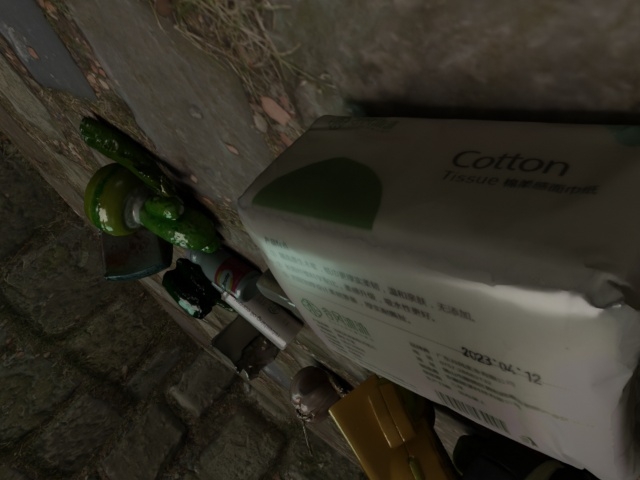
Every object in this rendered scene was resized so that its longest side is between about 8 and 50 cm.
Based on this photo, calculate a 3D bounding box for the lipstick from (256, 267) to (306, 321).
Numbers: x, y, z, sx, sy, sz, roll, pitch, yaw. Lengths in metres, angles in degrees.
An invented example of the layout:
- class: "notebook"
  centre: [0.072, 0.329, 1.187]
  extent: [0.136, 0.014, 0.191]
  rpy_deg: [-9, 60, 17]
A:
- class: "lipstick"
  centre: [-0.031, 0.123, 1.048]
  extent: [0.252, 0.079, 0.077]
  rpy_deg: [19, 150, 46]

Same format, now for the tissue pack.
- class: "tissue pack"
  centre: [0.130, 0.030, 0.471]
  extent: [0.356, 0.194, 0.266]
  rpy_deg: [17, 146, 43]

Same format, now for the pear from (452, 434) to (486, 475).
- class: "pear"
  centre: [0.338, 0.476, 1.094]
  extent: [0.092, 0.092, 0.097]
  rpy_deg: [57, -166, -33]

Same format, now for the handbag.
- class: "handbag"
  centre: [0.391, 0.467, 0.868]
  extent: [0.254, 0.181, 0.181]
  rpy_deg: [53, 163, -24]

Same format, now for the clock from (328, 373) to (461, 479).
- class: "clock"
  centre: [0.184, 0.451, 1.012]
  extent: [0.244, 0.200, 0.317]
  rpy_deg: [51, -173, -51]

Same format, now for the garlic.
- class: "garlic"
  centre: [0.013, 0.525, 1.560]
  extent: [0.207, 0.257, 0.207]
  rpy_deg: [-4, 144, -3]

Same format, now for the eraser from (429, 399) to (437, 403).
- class: "eraser"
  centre: [0.210, 0.264, 0.960]
  extent: [0.122, 0.045, 0.097]
  rpy_deg: [44, 158, -8]

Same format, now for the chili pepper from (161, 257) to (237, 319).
- class: "chili pepper"
  centre: [-0.358, 0.166, 1.547]
  extent: [0.261, 0.165, 0.174]
  rpy_deg: [37, 145, 6]

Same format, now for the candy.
- class: "candy"
  centre: [-0.268, 0.376, 1.749]
  extent: [0.195, 0.185, 0.137]
  rpy_deg: [21, 146, 40]

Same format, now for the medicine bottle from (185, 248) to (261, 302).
- class: "medicine bottle"
  centre: [-0.256, 0.072, 1.295]
  extent: [0.216, 0.090, 0.090]
  rpy_deg: [30, 155, 25]

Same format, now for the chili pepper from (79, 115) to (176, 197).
- class: "chili pepper"
  centre: [-0.432, -0.187, 1.132]
  extent: [0.359, 0.076, 0.085]
  rpy_deg: [32, 134, 28]

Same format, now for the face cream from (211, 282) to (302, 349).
- class: "face cream"
  centre: [-0.192, 0.169, 1.373]
  extent: [0.311, 0.092, 0.092]
  rpy_deg: [41, 157, 4]

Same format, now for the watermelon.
- class: "watermelon"
  centre: [-0.584, -0.018, 1.543]
  extent: [0.387, 0.228, 0.259]
  rpy_deg: [-140, 44, -67]

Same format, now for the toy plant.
- class: "toy plant"
  centre: [-0.394, -0.068, 1.210]
  extent: [0.315, 0.185, 0.224]
  rpy_deg: [20, 160, 10]
